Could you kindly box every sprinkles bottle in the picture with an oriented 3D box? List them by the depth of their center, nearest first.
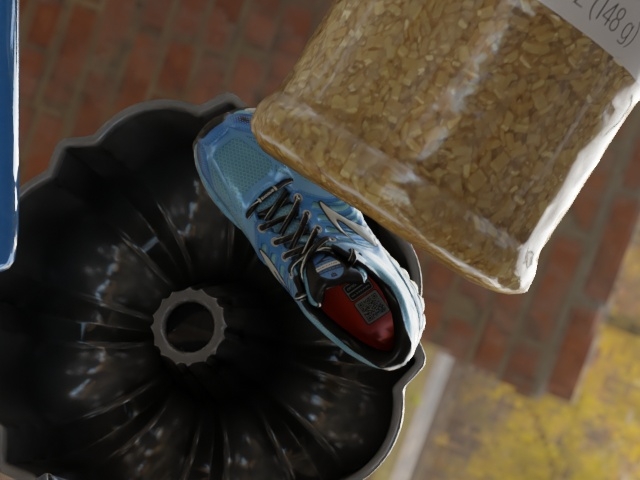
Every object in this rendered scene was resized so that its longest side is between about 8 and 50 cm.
[{"bbox_3d":[0.116,-0.156,0.657,0.355,0.121,0.121,-58,172,1],"label":"sprinkles bottle"}]

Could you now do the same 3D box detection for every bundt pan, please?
[{"bbox_3d":[-0.078,0.067,1.297,0.124,0.331,0.330,36,75,-75],"label":"bundt pan"}]

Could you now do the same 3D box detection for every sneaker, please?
[{"bbox_3d":[0.000,0.000,0.907,0.063,0.162,0.073,-40,-168,6],"label":"sneaker"}]

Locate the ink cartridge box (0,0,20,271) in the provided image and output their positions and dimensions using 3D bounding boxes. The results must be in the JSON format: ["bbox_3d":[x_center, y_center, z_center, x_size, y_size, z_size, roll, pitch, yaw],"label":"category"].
[{"bbox_3d":[-0.288,-0.133,0.522,0.285,0.395,0.166,99,-16,-45],"label":"ink cartridge box"}]

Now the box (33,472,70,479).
[{"bbox_3d":[-0.113,0.204,0.919,0.233,0.183,0.059,27,39,-46],"label":"box"}]
